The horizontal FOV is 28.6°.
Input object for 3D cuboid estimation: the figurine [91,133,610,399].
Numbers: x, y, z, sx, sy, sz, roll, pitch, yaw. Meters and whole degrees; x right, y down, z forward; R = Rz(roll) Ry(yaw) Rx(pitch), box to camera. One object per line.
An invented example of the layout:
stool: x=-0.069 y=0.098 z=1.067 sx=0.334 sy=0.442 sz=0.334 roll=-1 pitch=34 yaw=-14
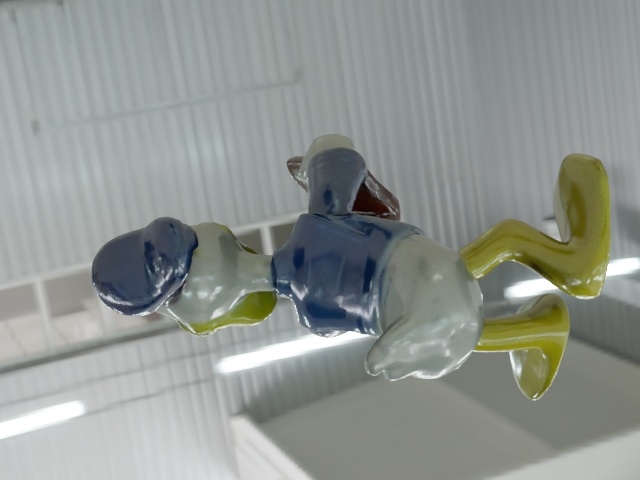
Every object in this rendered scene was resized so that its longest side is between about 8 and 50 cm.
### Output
figurine: x=0.000 y=0.000 z=0.931 sx=0.338 sy=0.204 sz=0.283 roll=-1 pitch=-154 yaw=-15
